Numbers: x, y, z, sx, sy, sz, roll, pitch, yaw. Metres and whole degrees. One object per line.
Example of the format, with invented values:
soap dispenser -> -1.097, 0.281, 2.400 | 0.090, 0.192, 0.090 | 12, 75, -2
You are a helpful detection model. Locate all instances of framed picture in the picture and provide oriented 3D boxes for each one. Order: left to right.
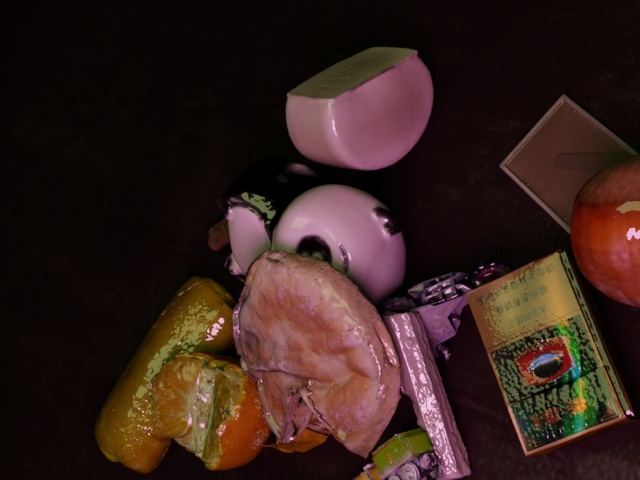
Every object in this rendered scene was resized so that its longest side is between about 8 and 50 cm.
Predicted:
framed picture -> 0.370, -0.110, 1.555 | 0.150, 0.015, 0.203 | -50, 44, 12

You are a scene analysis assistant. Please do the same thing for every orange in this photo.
orange -> -0.165, 0.283, 1.753 | 0.237, 0.158, 0.179 | 10, 86, 50

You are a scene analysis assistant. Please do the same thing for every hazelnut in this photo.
hazelnut -> 0.421, -0.009, 1.348 | 0.214, 0.176, 0.214 | 20, 116, 49

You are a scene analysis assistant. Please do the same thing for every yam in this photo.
yam -> -0.125, -0.064, 1.964 | 0.241, 0.057, 0.057 | -40, 48, 23

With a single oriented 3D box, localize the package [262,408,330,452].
package -> -0.024, 0.298, 1.679 | 0.131, 0.071, 0.047 | -51, 48, 9

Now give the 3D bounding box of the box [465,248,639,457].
box -> 0.309, 0.149, 1.404 | 0.159, 0.071, 0.240 | -29, 68, 27

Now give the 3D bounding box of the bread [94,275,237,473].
bread -> -0.286, 0.241, 1.920 | 0.166, 0.112, 0.383 | 36, 96, 47

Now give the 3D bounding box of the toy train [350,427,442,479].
toy train -> 0.098, 0.339, 1.509 | 0.202, 0.060, 0.081 | -49, 56, 43

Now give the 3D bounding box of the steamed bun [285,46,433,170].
steamed bun -> 0.073, -0.208, 1.751 | 0.241, 0.164, 0.146 | -33, 29, -32

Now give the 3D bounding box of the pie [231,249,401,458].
pie -> -0.014, 0.162, 1.555 | 0.337, 0.075, 0.337 | 16, 112, 44

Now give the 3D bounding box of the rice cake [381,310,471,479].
rice cake -> 0.147, 0.218, 1.500 | 0.057, 0.052, 0.256 | -22, 85, 48

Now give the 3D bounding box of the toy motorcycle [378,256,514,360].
toy motorcycle -> 0.196, 0.106, 1.550 | 0.215, 0.122, 0.080 | -24, 30, 16

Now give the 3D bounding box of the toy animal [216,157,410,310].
toy animal -> 0.000, 0.000, 1.693 | 0.310, 0.251, 0.251 | 28, 90, 37
